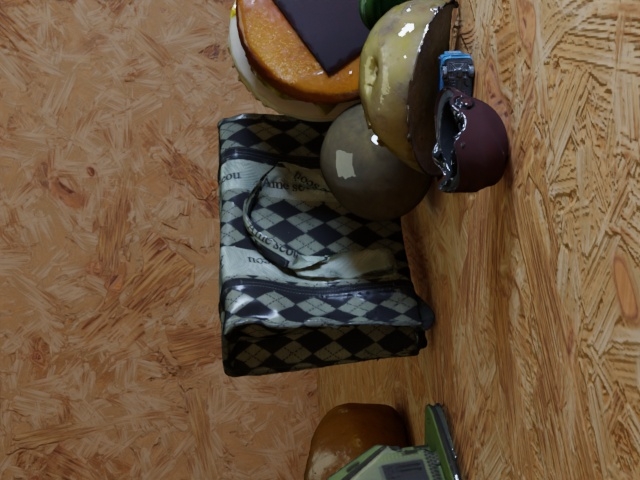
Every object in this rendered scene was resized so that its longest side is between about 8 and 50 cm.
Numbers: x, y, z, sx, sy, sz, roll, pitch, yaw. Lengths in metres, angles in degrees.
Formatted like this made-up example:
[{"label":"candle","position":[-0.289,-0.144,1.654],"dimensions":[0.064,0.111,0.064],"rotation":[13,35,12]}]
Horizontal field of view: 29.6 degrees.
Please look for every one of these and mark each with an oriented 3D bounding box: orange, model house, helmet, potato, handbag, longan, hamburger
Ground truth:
[{"label":"orange","position":[0.061,0.400,2.104],"dimensions":[0.249,0.183,0.249],"rotation":[175,90,-86]},{"label":"model house","position":[0.055,0.375,1.719],"dimensions":[0.205,0.278,0.218],"rotation":[-105,11,-53]},{"label":"helmet","position":[0.163,-0.106,1.299],"dimensions":[0.098,0.070,0.123],"rotation":[104,168,-53]},{"label":"potato","position":[0.097,-0.174,1.480],"dimensions":[0.138,0.098,0.243],"rotation":[-43,-40,-50]},{"label":"handbag","position":[0.000,0.000,1.865],"dimensions":[0.180,0.316,0.416],"rotation":[92,176,-53]},{"label":"longan","position":[0.081,-0.113,1.698],"dimensions":[0.187,0.167,0.167],"rotation":[-58,-32,-64]},{"label":"hamburger","position":[-0.002,-0.312,1.749],"dimensions":[0.225,0.291,0.291],"rotation":[170,95,-85]}]

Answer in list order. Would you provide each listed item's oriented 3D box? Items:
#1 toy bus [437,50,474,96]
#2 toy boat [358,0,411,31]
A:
[{"label":"toy bus","position":[0.158,-0.182,1.436],"dimensions":[0.046,0.038,0.083],"rotation":[-99,8,-62]},{"label":"toy boat","position":[0.100,-0.315,1.535],"dimensions":[0.210,0.052,0.104],"rotation":[-40,-38,-60]}]
